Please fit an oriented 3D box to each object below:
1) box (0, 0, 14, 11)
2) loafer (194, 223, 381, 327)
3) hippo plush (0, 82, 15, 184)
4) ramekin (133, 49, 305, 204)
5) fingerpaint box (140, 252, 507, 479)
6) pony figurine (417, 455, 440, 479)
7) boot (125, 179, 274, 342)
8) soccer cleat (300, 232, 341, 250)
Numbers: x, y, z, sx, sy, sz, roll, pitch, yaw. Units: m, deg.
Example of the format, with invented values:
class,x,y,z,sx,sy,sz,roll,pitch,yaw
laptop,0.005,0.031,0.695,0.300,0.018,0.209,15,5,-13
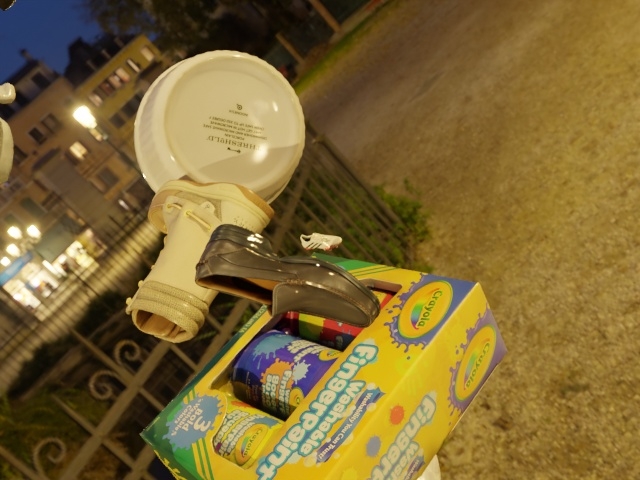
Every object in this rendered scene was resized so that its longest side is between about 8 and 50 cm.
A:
class,x,y,z,sx,sy,sz,roll,pitch,yaw
box,-0.678,-0.537,1.494,0.052,0.083,0.062,-40,26,13
loafer,-0.031,0.046,0.634,0.062,0.170,0.061,100,-167,-49
hippo plush,-0.519,-0.190,0.956,0.294,0.237,0.234,94,-166,-46
ramekin,-0.147,-0.169,1.100,0.273,0.273,0.127,-47,12,-15
fingerpaint box,0.005,0.233,1.092,0.371,0.163,0.445,10,48,48
pony figurine,0.083,0.496,1.231,0.303,0.351,0.363,-27,-3,-22
boot,-0.191,0.026,0.933,0.262,0.095,0.203,4,60,49
soccer cleat,0.000,0.000,1.358,0.083,0.035,0.029,-3,47,29
